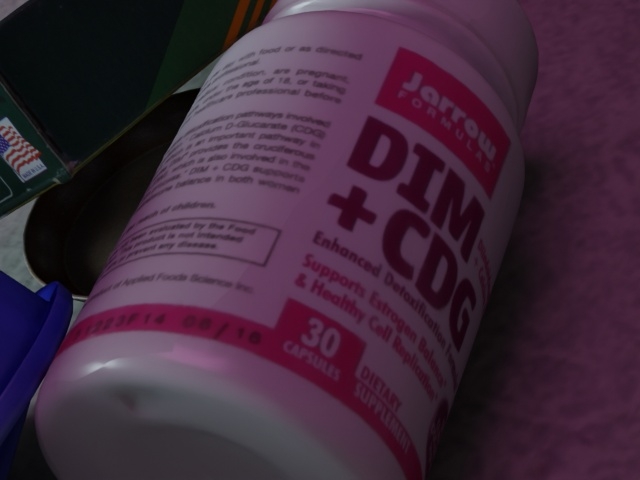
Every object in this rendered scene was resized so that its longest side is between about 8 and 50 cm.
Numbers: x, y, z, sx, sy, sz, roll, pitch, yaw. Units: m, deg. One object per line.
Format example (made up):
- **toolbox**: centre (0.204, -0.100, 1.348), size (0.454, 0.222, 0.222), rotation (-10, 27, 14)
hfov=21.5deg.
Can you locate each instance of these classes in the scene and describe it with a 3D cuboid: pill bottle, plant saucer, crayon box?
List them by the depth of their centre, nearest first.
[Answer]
- **pill bottle**: centre (0.000, 0.000, 0.757), size (0.160, 0.160, 0.283), rotation (-3, 45, 29)
- **crayon box**: centre (-0.089, -0.132, 0.932), size (0.318, 0.081, 0.202), rotation (-43, 12, -32)
- **plant saucer**: centre (-0.085, -0.021, 0.940), size (0.168, 0.029, 0.168), rotation (-17, 38, 14)

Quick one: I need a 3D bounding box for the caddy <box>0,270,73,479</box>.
- **caddy**: centre (-0.240, 0.131, 0.726), size (0.341, 0.179, 0.241), rotation (-57, 15, -26)
